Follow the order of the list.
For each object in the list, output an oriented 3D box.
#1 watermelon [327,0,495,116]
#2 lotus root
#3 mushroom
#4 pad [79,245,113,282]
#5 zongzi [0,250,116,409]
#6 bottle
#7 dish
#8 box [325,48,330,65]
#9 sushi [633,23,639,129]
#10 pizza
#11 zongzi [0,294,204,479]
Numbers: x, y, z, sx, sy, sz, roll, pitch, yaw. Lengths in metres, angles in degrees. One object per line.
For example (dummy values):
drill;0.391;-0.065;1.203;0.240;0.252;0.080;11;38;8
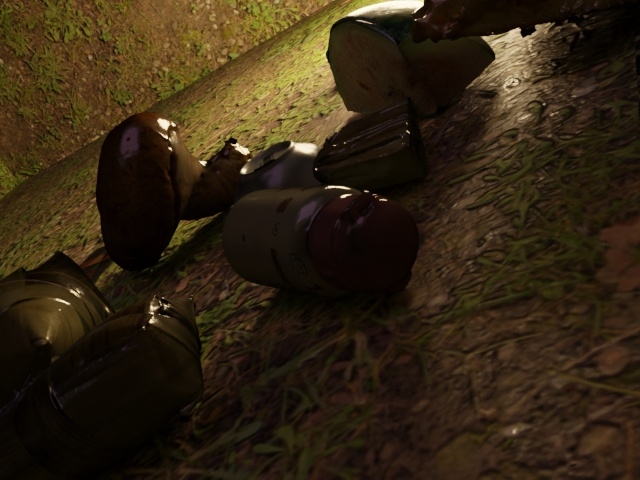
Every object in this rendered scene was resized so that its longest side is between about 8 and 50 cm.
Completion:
watermelon;0.117;-0.280;1.117;0.305;0.223;0.180;-159;80;-67
lotus root;0.066;-0.103;0.886;0.144;0.070;0.143;-16;32;26
mushroom;-0.254;-0.073;1.109;0.254;0.267;0.267;9;37;16
pad;-0.432;0.058;1.310;0.142;0.003;0.211;-18;25;31
zongzi;-0.385;0.151;0.782;0.289;0.154;0.317;-37;7;-4
bottle;0.000;0.000;0.699;0.110;0.110;0.233;-43;24;-25
dish;-0.069;-0.101;1.068;0.190;0.066;0.191;-27;22;12
box;0.066;-0.398;1.528;0.099;0.074;0.054;-28;11;9
sushi;0.380;-0.167;0.614;0.192;0.050;0.215;-21;29;35
pizza;0.296;-0.338;0.895;0.406;0.130;0.440;-20;17;-24
zongzi;-0.218;0.141;0.702;0.221;0.112;0.242;-34;13;-2
